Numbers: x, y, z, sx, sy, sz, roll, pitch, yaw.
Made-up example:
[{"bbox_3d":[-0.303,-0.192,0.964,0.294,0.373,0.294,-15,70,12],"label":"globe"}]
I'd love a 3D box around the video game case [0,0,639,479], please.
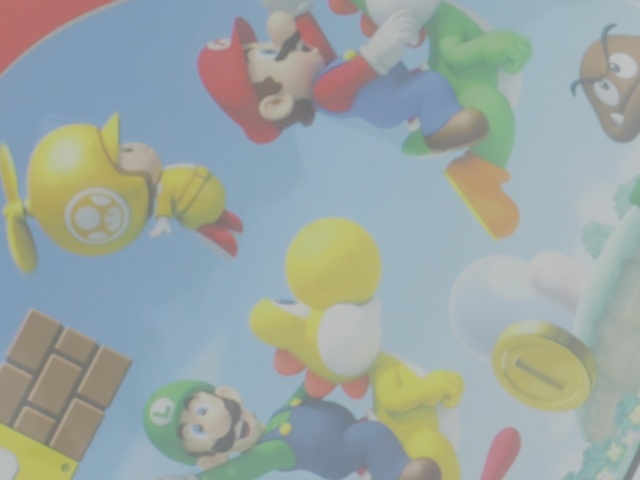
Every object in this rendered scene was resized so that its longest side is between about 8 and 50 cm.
[{"bbox_3d":[0.044,0.030,0.401,0.285,0.204,0.025,29,174,-11],"label":"video game case"}]
